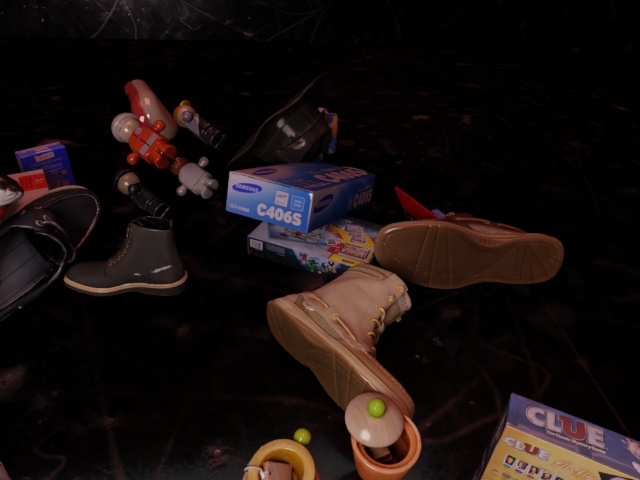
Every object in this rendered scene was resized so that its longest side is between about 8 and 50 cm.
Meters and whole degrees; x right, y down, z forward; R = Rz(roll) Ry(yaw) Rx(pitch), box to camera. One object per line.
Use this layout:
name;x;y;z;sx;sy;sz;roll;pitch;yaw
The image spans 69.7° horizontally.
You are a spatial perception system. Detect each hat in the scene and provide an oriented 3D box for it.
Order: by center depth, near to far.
hat;-0.063;-0.239;1.102;0.134;0.331;0.331;46;38;-8

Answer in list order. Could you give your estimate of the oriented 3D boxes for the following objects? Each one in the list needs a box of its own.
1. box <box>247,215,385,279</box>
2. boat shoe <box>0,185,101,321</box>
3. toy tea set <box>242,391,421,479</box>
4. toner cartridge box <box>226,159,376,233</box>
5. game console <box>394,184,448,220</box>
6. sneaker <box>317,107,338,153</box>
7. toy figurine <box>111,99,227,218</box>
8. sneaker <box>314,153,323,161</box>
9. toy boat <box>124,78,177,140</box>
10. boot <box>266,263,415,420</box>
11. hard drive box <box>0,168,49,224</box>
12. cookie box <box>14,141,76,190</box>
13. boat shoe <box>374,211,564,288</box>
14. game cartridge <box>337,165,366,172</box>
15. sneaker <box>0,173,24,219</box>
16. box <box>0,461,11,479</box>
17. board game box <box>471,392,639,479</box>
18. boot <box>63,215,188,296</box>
box;0.000;0.000;0.891;0.233;0.044;0.159;16;35;17
boat shoe;-0.451;0.021;0.717;0.113;0.127;0.340;-2;31;29
toy tea set;-0.013;0.266;0.409;0.200;0.124;0.336;13;40;14
toner cartridge box;-0.020;-0.101;0.922;0.165;0.075;0.348;15;18;20
game console;0.239;-0.062;0.973;0.124;0.085;0.144;-14;38;-24
sneaker;-0.030;-0.310;1.282;0.131;0.111;0.296;3;20;-12
toy figurine;-0.320;-0.173;0.964;0.148;0.212;0.210;36;44;18
sneaker;-0.049;-0.234;1.237;0.098;0.038;0.069;26;39;29
toy boat;-0.506;-0.342;1.289;0.151;0.151;0.231;-38;44;-5
boot;0.074;0.135;0.663;0.204;0.095;0.262;-22;39;-35
hard drive box;-0.616;-0.036;0.841;0.232;0.089;0.181;-17;40;-29
cookie box;-0.589;-0.148;0.991;0.040;0.107;0.092;30;42;33
boat shoe;0.262;0.009;0.856;0.343;0.123;0.123;1;21;-5
game cartridge;0.074;-0.170;1.177;0.084;0.017;0.056;12;38;12
sneaker;-0.544;-0.064;0.704;0.279;0.107;0.118;17;75;53
box;-0.263;0.229;0.308;0.169;0.289;0.087;16;36;18
board game box;0.280;0.258;0.435;0.244;0.164;0.042;19;37;19
boot;-0.323;0.017;0.751;0.198;0.136;0.076;-1;35;-6
